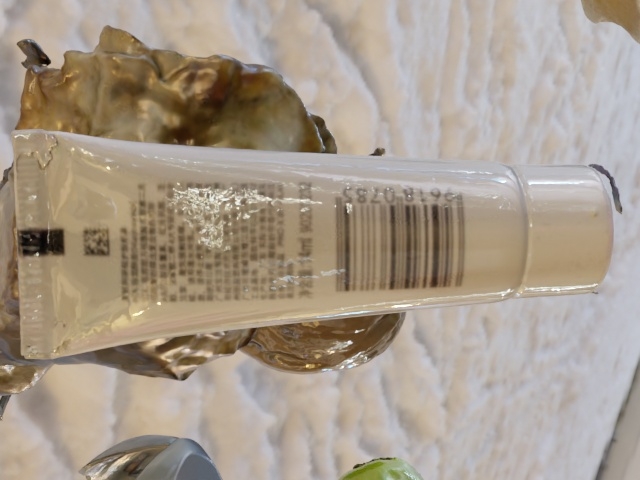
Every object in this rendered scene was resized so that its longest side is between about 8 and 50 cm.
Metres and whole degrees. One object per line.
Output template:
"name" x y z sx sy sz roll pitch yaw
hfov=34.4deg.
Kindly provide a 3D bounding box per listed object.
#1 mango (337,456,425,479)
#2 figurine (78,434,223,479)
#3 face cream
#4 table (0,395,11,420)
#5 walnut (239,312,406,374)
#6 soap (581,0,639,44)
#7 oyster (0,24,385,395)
"mango" 0.041 0.227 0.679 0.074 0.091 0.165 72 18 -81
"figurine" -0.099 0.160 0.625 0.094 0.086 0.082 31 41 -42
"face cream" 0.000 0.000 0.425 0.058 0.243 0.092 -137 -134 -78
"table" -0.710 0.132 1.886 0.222 0.334 0.272 91 11 -59
"walnut" -0.013 0.037 0.807 0.140 0.162 0.140 -47 152 -35
"soap" 0.337 -0.313 0.877 0.274 0.089 0.173 -40 140 -12
"oyster" -0.130 -0.001 0.563 0.198 0.337 0.133 47 46 -25
